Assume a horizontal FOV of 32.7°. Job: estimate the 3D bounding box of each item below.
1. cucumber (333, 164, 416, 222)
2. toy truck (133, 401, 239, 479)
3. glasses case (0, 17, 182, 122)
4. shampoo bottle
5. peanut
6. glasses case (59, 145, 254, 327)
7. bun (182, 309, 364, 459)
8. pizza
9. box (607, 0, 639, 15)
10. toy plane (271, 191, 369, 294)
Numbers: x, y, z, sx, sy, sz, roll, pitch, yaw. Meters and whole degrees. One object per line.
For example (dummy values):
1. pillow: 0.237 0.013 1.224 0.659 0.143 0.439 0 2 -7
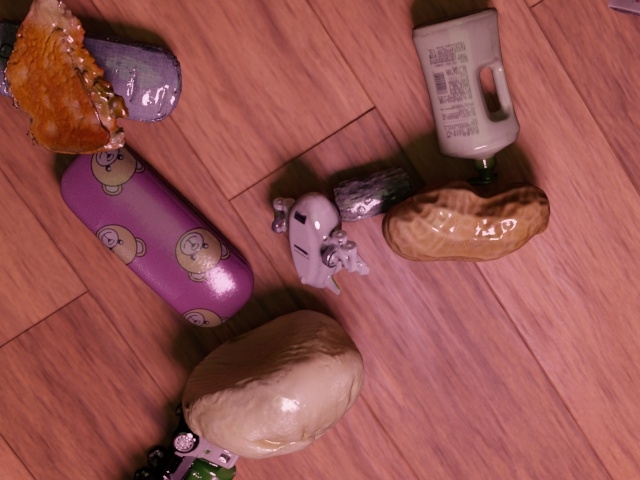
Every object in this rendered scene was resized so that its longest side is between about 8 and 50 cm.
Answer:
1. cucumber: 0.076 -0.066 1.530 0.112 0.064 0.064 -18 103 6
2. toy truck: -0.197 0.347 1.623 0.125 0.101 0.242 29 106 -11
3. glasses case: -0.329 -0.233 1.493 0.282 0.067 0.109 11 108 0
4. shampoo bottle: 0.205 -0.189 1.483 0.118 0.087 0.234 -13 104 5
5. peanut: 0.201 -0.025 1.479 0.233 0.197 0.110 2 80 -4
6. glasses case: -0.230 -0.009 1.543 0.123 0.076 0.316 -43 99 12
7. bun: -0.050 0.209 1.506 0.259 0.259 0.160 -26 105 7
8. pizza: -0.340 -0.213 1.434 0.147 0.069 0.226 -19 103 29
9. box: 0.507 -0.425 1.384 0.200 0.106 0.299 6 105 -15
10. toy plane: -0.002 0.001 1.512 0.080 0.174 0.174 -37 103 -27
